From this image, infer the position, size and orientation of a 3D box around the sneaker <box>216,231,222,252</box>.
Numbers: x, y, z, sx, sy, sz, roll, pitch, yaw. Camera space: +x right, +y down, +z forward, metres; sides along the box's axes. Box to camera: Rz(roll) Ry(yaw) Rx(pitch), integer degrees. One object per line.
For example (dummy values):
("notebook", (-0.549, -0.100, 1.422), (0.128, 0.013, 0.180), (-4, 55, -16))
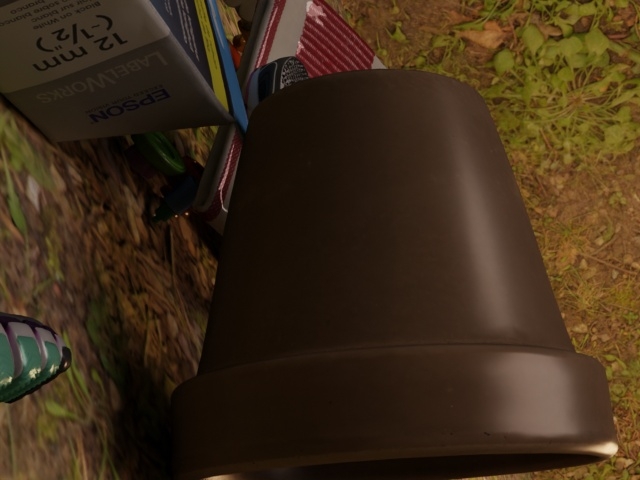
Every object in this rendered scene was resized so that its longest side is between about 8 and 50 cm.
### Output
("sneaker", (0.000, 0.000, 1.115), (0.262, 0.125, 0.104), (57, 31, -53))

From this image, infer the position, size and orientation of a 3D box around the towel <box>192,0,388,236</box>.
("towel", (0.035, -0.028, 1.045), (0.329, 0.037, 0.237), (41, 50, -38))

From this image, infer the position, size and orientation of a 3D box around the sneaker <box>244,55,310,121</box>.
("sneaker", (0.014, -0.050, 0.931), (0.072, 0.077, 0.178), (-43, 113, -51))

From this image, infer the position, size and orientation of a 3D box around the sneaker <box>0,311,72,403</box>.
("sneaker", (-0.154, 0.019, 0.430), (0.098, 0.083, 0.223), (66, 10, 6))

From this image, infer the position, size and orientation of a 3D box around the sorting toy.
("sorting toy", (-0.110, -0.041, 0.934), (0.102, 0.042, 0.061), (40, 14, -48))

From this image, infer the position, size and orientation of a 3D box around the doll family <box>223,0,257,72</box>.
("doll family", (-0.012, -0.138, 1.182), (0.263, 0.118, 0.163), (45, -4, 31))

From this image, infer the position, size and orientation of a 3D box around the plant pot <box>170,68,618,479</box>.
("plant pot", (0.038, 0.028, 0.799), (0.263, 0.263, 0.229), (42, 44, -70))

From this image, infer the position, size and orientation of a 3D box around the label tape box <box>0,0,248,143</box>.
("label tape box", (-0.156, -0.199, 0.770), (0.348, 0.115, 0.249), (58, 15, -65))
